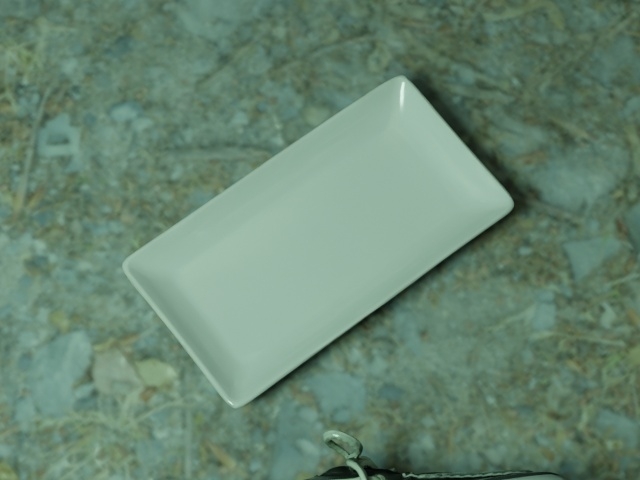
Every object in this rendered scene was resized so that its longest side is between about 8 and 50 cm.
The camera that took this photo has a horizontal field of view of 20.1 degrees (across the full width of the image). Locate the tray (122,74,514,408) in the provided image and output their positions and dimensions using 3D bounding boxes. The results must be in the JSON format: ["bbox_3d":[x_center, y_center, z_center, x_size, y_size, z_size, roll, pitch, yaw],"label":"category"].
[{"bbox_3d":[0.000,0.000,1.362,0.270,0.030,0.145,-35,72,-15],"label":"tray"}]

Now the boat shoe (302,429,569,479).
[{"bbox_3d":[0.025,0.194,1.242,0.306,0.113,0.105,-16,51,-2],"label":"boat shoe"}]
